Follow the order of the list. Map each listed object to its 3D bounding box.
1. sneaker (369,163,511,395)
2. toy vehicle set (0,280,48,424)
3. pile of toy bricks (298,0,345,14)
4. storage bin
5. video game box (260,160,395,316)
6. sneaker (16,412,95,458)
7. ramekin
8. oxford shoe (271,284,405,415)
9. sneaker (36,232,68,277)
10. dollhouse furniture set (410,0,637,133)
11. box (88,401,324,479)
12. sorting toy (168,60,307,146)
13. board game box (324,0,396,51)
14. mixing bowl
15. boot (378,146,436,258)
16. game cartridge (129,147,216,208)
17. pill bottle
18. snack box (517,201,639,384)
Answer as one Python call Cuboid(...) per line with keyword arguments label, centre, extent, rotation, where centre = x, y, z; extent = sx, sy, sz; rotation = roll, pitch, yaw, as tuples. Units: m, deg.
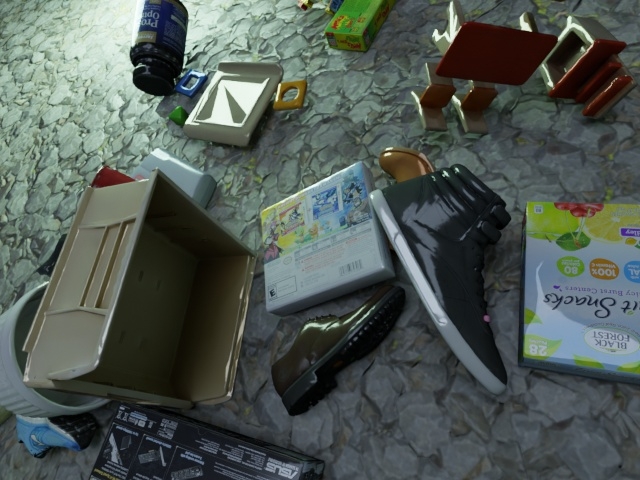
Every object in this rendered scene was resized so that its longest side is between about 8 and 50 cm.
Cuboid(label="sneaker", centre=(0.189, 0.031, 0.518), extent=(0.147, 0.104, 0.295), rotation=(-29, 75, 11))
Cuboid(label="toy vehicle set", centre=(-0.579, 0.225, 0.781), extent=(0.267, 0.035, 0.166), rotation=(-45, 58, -6))
Cuboid(label="pile of toy bricks", centre=(0.027, -0.606, 0.957), extent=(0.105, 0.118, 0.212), rotation=(21, 88, 57))
Cuboid(label="storage bin", centre=(-0.222, 0.088, 0.584), extent=(0.123, 0.262, 0.260), rotation=(-4, 63, 20))
Cuboid(label="video game box", centre=(0.000, 0.000, 0.647), extent=(0.205, 0.048, 0.187), rotation=(-23, 59, 26))
Cuboid(label="sneaker", centre=(-0.431, 0.316, 0.676), extent=(0.162, 0.063, 0.073), rotation=(2, 83, 26))
Cuboid(label="ramekin", centre=(-0.408, 0.173, 0.650), extent=(0.109, 0.207, 0.207), rotation=(-24, 58, 19))
Cuboid(label="oxford shoe", centre=(0.019, 0.129, 0.580), extent=(0.227, 0.083, 0.096), rotation=(-39, 53, -3))
Cuboid(label="sneaker", centre=(-0.448, -0.001, 0.779), extent=(0.089, 0.051, 0.170), rotation=(16, 74, 22))
Cuboid(label="dollhouse furniture set", centre=(0.293, -0.255, 0.588), extent=(0.259, 0.262, 0.135), rotation=(-1, 61, -15))
Cuboid(label="box", centre=(-0.172, 0.367, 0.531), extent=(0.307, 0.076, 0.242), rotation=(5, 66, 23))
Cuboid(label="sorting toy", centre=(-0.181, -0.291, 0.894), extent=(0.348, 0.047, 0.196), rotation=(15, 74, 27))
Cuboid(label="board game box", centre=(0.093, -0.491, 0.893), extent=(0.092, 0.043, 0.181), rotation=(20, 72, 28))
Cuboid(label="mixing bowl", centre=(-0.322, -0.026, 0.696), extent=(0.098, 0.181, 0.181), rotation=(10, 62, -16))
Cuboid(label="boot", centre=(0.132, -0.051, 0.637), extent=(0.197, 0.073, 0.152), rotation=(36, 84, 34))
Cuboid(label="game cartridge", centre=(-0.347, -0.039, 0.823), extent=(0.196, 0.060, 0.294), rotation=(30, 77, 26))
Cuboid(label="pill bottle", centre=(-0.392, -0.472, 1.009), extent=(0.123, 0.123, 0.219), rotation=(-3, 76, 19))
Cuboid(label="snack box", centre=(0.338, 0.058, 0.502), extent=(0.174, 0.070, 0.207), rotation=(3, 67, 21))
